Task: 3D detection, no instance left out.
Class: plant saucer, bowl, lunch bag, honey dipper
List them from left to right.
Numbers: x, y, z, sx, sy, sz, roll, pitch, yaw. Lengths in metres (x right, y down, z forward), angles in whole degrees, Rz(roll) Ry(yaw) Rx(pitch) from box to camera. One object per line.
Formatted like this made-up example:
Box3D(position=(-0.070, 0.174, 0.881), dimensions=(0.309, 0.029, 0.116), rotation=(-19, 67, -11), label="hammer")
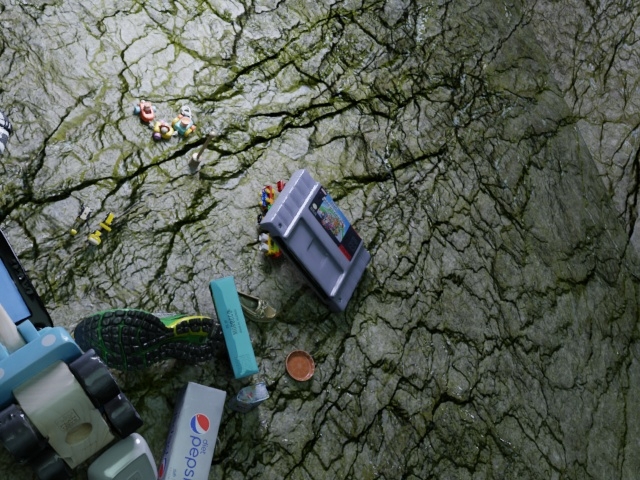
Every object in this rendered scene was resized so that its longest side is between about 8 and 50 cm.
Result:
Box3D(position=(-0.408, 0.497, 1.485), dimensions=(0.142, 0.053, 0.142), rotation=(-35, 123, -40), label="bowl")
Box3D(position=(-0.319, -0.247, 1.896), dimensions=(0.031, 0.161, 0.030), rotation=(13, 60, -23), label="honey dipper")
Box3D(position=(-0.178, 0.387, 1.712), dimensions=(0.083, 0.071, 0.053), rotation=(-7, 65, -35), label="lunch bag")
Box3D(position=(-0.055, 0.330, 1.850), dimensions=(0.084, 0.013, 0.083), rotation=(13, 61, -25), label="plant saucer")

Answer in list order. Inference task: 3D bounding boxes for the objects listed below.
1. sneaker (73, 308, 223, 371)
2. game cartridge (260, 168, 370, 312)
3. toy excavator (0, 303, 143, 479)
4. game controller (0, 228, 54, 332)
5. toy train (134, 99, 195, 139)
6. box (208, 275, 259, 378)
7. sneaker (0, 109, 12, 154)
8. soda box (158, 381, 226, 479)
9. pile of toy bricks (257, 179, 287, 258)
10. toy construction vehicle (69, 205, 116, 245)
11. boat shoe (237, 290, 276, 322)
Box3D(position=(-0.400, 0.225, 1.600), dimensions=(0.344, 0.146, 0.134), rotation=(13, 81, -44), label="sneaker")
Box3D(position=(0.000, 0.000, 1.944), dimensions=(0.355, 0.068, 0.230), rotation=(52, 52, -27), label="game cartridge")
Box3D(position=(-0.608, 0.219, 1.409), dimensions=(0.222, 0.432, 0.445), rotation=(-37, 55, -23), label="toy excavator")
Box3D(position=(-0.721, 0.114, 1.535), dimensions=(0.166, 0.067, 0.319), rotation=(-26, 80, -37), label="game controller")
Box3D(position=(-0.426, -0.345, 1.956), dimensions=(0.166, 0.046, 0.125), rotation=(-6, 70, -32), label="toy train")
Box3D(position=(-0.215, 0.215, 1.730), dimensions=(0.060, 0.100, 0.244), rotation=(-14, 83, -13), label="box")
Box3D(position=(-0.848, -0.293, 1.668), dimensions=(0.217, 0.079, 0.121), rotation=(26, 52, -27), label="sneaker")
Box3D(position=(-0.298, 0.474, 1.584), dimensions=(0.098, 0.091, 0.286), rotation=(20, 57, -19), label="soda box")
Box3D(position=(-0.104, -0.057, 1.968), dimensions=(0.105, 0.118, 0.212), rotation=(28, 48, -44), label="pile of toy bricks")
Box3D(position=(-0.562, -0.038, 1.731), dimensions=(0.086, 0.035, 0.098), rotation=(34, 55, -25), label="toy construction vehicle")
Box3D(position=(-0.181, 0.169, 1.836), dimensions=(0.153, 0.048, 0.056), rotation=(28, 55, -15), label="boat shoe")
